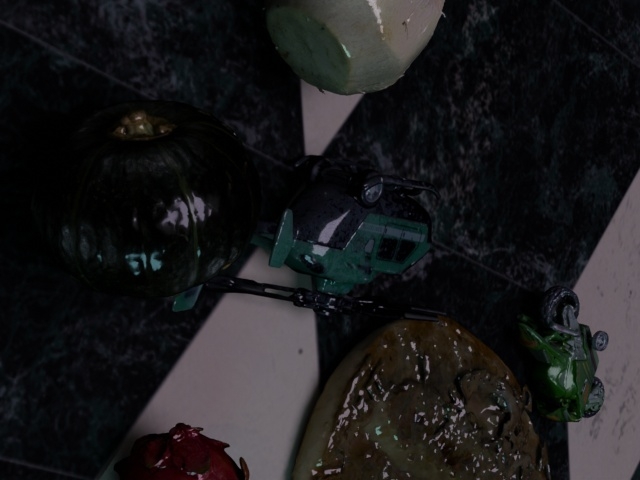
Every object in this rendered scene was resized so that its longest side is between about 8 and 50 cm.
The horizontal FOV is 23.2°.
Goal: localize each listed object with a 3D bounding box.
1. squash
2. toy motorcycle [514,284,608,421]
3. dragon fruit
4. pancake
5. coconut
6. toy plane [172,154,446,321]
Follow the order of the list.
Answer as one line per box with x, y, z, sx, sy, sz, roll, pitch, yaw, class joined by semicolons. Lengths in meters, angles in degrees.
-0.140;-0.034;1.248;0.193;0.193;0.156;-40;155;-39;squash
0.286;0.147;1.846;0.106;0.074;0.190;-40;123;-29;toy motorcycle
-0.119;0.241;1.348;0.133;0.136;0.166;-52;150;-44;dragon fruit
0.111;0.278;1.636;0.382;0.071;0.382;0;90;-41;pancake
0.036;-0.225;1.454;0.162;0.161;0.161;-46;126;-25;coconut
0.000;0.000;1.480;0.382;0.106;0.155;7;98;-53;toy plane
